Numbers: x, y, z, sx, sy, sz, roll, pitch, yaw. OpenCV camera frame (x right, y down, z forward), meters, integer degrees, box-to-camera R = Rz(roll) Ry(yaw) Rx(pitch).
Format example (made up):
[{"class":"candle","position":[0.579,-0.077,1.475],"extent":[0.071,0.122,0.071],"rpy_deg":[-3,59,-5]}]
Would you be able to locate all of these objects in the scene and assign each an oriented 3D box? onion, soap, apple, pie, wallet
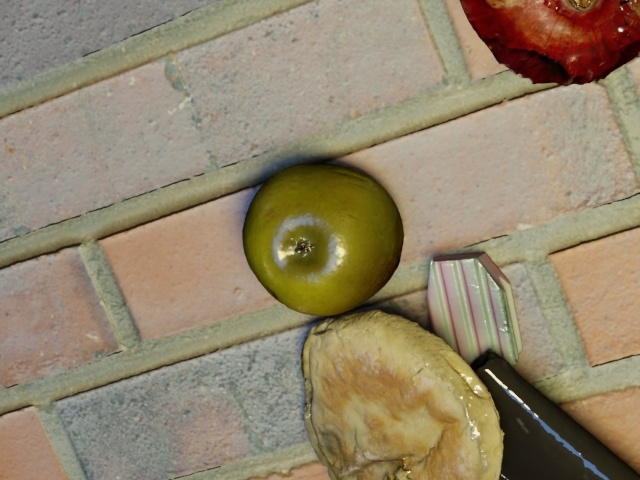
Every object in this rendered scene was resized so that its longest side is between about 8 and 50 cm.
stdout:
[{"class":"onion","position":[0.261,-0.288,1.545],"extent":[0.252,0.219,0.252],"rpy_deg":[2,111,5]},{"class":"soap","position":[0.186,0.082,1.771],"extent":[0.100,0.056,0.149],"rpy_deg":[-9,105,18]},{"class":"apple","position":[0.000,0.000,1.744],"extent":[0.196,0.157,0.196],"rpy_deg":[2,99,15]},{"class":"pie","position":[0.092,0.225,1.763],"extent":[0.337,0.075,0.337],"rpy_deg":[24,124,43]},{"class":"wallet","position":[0.302,0.323,1.780],"extent":[0.406,0.062,0.228],"rpy_deg":[40,137,1]}]
